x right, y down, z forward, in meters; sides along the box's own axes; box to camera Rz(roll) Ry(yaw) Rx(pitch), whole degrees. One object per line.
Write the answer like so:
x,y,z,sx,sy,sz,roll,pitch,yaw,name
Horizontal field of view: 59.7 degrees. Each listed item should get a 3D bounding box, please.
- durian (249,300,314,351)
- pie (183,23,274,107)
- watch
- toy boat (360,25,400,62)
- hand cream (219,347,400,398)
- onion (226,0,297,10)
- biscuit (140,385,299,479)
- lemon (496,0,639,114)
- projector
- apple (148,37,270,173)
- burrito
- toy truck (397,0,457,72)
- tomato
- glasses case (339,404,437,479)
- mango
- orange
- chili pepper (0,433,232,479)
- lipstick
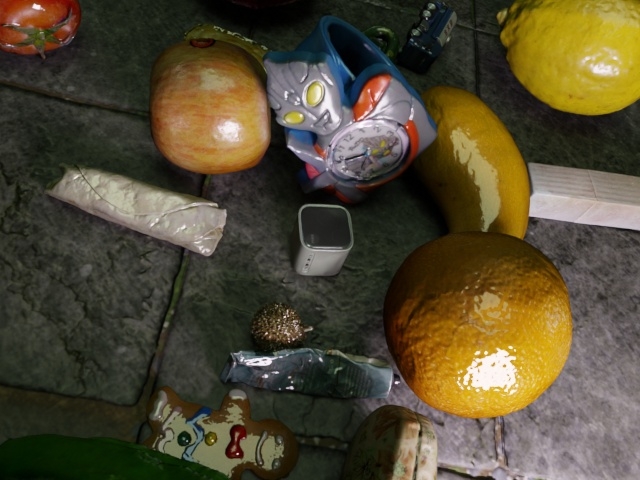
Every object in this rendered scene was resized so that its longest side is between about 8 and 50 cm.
-0.055,0.123,0.780,0.091,0.080,0.080,-8,58,7,durian
-0.128,-0.318,1.049,0.282,0.068,0.128,27,57,-1,pie
0.020,-0.243,0.920,0.305,0.241,0.274,30,37,-33,watch
0.090,-0.381,1.149,0.104,0.052,0.210,36,58,12,toy boat
-0.008,0.185,0.758,0.248,0.075,0.052,7,29,-16,hand cream
-0.119,-0.611,1.133,0.314,0.232,0.314,6,56,-10,onion
-0.126,0.255,0.711,0.205,0.031,0.138,14,56,-7,biscuit
0.542,-0.399,1.151,0.316,0.285,0.285,-8,55,18,lemon
0.000,0.000,0.869,0.083,0.082,0.083,3,58,-13,projector
-0.172,-0.210,0.885,0.188,0.211,0.211,-1,59,-6,apple
-0.281,-0.056,0.849,0.275,0.059,0.082,19,70,-1,burrito
0.238,-0.449,1.223,0.088,0.074,0.201,32,56,-4,toy truck
-0.498,-0.402,0.954,0.167,0.167,0.167,6,57,-10,tomato
0.046,0.386,0.594,0.098,0.156,0.425,23,56,-9,glasses case
0.263,-0.123,0.981,0.187,0.144,0.359,-16,69,-10,mango
0.215,0.108,0.769,0.264,0.264,0.264,6,57,-10,orange
-0.179,0.315,0.534,0.385,0.167,0.213,12,65,17,chili pepper
0.550,-0.078,1.059,0.372,0.076,0.079,7,59,-10,lipstick
